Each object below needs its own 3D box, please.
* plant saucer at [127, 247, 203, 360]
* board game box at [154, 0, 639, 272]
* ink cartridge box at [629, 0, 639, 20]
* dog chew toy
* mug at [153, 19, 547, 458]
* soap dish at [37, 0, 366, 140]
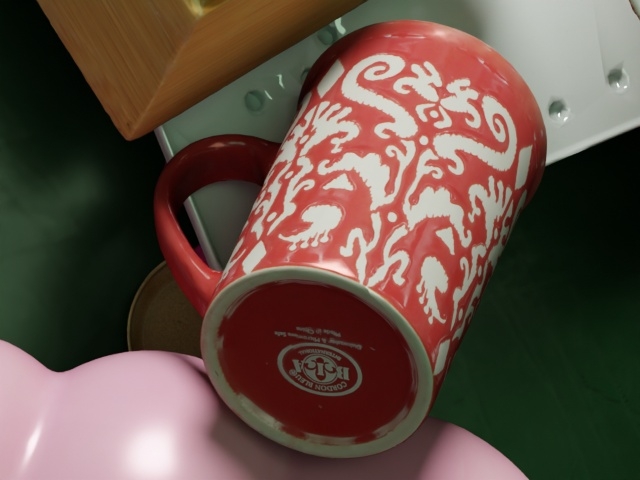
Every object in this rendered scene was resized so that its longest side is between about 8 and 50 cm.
[{"bbox_3d":[-0.052,0.045,0.898,0.083,0.015,0.083,4,79,-22],"label":"plant saucer"},{"bbox_3d":[0.042,-0.220,0.941,0.390,0.050,0.390,-23,92,-24],"label":"board game box"},{"bbox_3d":[0.239,-0.206,0.932,0.385,0.091,0.308,-45,117,-27],"label":"ink cartridge box"},{"bbox_3d":[-0.061,0.139,0.795,0.332,0.206,0.206,23,76,-8],"label":"dog chew toy"},{"bbox_3d":[0.007,0.007,0.782,0.113,0.150,0.169,54,33,-21],"label":"mug"},{"bbox_3d":[-0.059,-0.224,0.808,0.229,0.118,0.291,-33,94,-23],"label":"soap dish"}]
